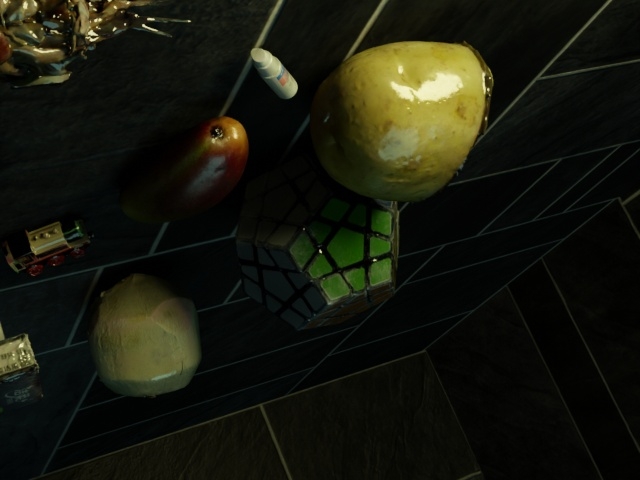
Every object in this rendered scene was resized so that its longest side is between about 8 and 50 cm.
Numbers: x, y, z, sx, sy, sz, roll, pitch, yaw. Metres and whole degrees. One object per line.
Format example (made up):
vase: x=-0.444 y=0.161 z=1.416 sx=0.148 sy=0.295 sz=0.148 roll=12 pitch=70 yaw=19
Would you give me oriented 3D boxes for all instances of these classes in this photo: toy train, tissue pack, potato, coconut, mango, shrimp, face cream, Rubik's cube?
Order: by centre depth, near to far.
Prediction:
shrimp: x=-0.281 y=-0.223 z=1.031 sx=0.343 sy=0.116 sz=0.145 roll=-15 pitch=175 yaw=-26
face cream: x=-0.066 y=-0.231 z=1.419 sx=0.034 sy=0.034 sz=0.130 roll=-27 pitch=162 yaw=9
tissue pack: x=-0.515 y=0.217 z=1.450 sx=0.236 sy=0.073 sz=0.173 roll=-18 pitch=163 yaw=-19
potato: x=0.096 y=-0.177 z=1.516 sx=0.243 sy=0.242 sz=0.285 roll=-11 pitch=166 yaw=-35
mango: x=-0.197 y=-0.094 z=1.531 sx=0.268 sy=0.111 sz=0.133 roll=-30 pitch=174 yaw=36
toy train: x=-0.427 y=0.006 z=1.628 sx=0.138 sy=0.050 sz=0.087 roll=-22 pitch=159 yaw=-7
Rubik's cube: x=0.000 y=0.000 z=1.796 sx=0.319 sy=0.319 sz=0.264 roll=-2 pitch=128 yaw=-50
coconut: x=-0.339 y=0.173 z=1.982 sx=0.227 sy=0.230 sz=0.227 roll=-6 pitch=-174 yaw=1

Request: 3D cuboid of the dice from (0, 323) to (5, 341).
dice: x=-0.570 y=0.102 z=1.485 sx=0.192 sy=0.194 sz=0.193 roll=-16 pitch=163 yaw=-20
